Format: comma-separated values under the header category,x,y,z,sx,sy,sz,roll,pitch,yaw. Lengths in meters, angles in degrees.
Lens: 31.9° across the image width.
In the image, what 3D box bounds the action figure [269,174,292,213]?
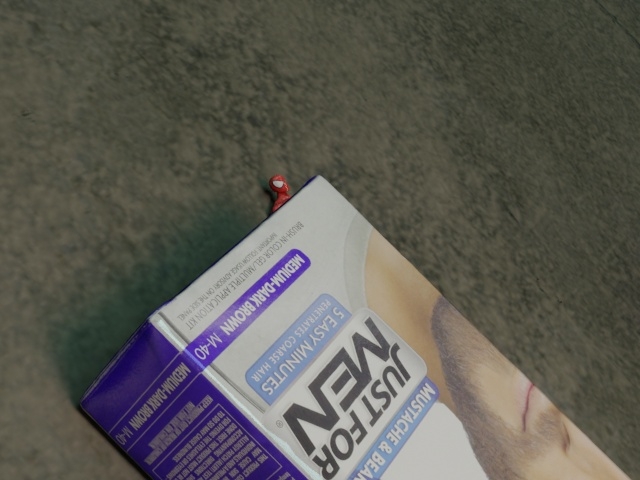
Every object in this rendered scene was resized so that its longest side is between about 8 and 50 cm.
category,x,y,z,sx,sy,sz,roll,pitch,yaw
action figure,0.000,0.000,0.786,0.038,0.030,0.115,-28,74,-41

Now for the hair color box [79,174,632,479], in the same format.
category,x,y,z,sx,sy,sz,roll,pitch,yaw
hair color box,0.051,0.141,0.651,0.339,0.110,0.185,45,41,1
